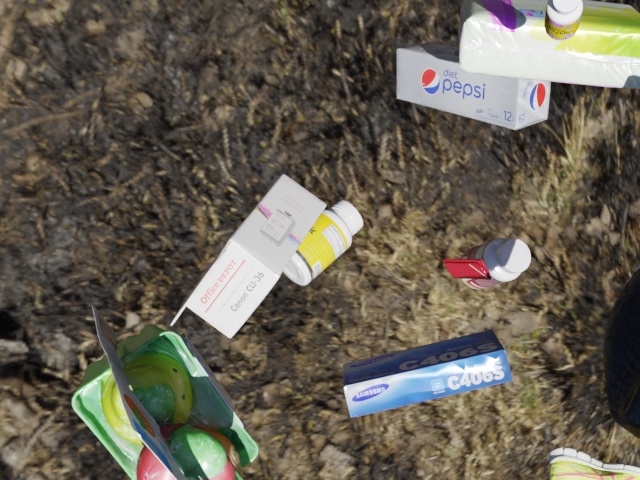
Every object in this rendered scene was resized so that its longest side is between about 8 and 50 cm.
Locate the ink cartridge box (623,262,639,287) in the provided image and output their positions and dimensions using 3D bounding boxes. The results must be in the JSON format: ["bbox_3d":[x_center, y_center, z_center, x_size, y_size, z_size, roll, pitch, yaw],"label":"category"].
[{"bbox_3d":[0.655,0.123,1.465,0.071,0.330,0.324,-21,103,47],"label":"ink cartridge box"}]

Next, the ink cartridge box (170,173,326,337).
[{"bbox_3d":[-0.076,0.025,0.963,0.067,0.198,0.115,37,126,-2],"label":"ink cartridge box"}]

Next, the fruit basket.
[{"bbox_3d":[-0.158,0.252,1.072,0.165,0.327,0.353,-37,26,-14],"label":"fruit basket"}]

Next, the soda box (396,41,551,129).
[{"bbox_3d":[0.262,-0.277,1.550,0.286,0.091,0.098,24,125,46],"label":"soda box"}]

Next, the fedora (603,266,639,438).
[{"bbox_3d":[0.400,0.113,0.938,0.152,0.334,0.334,27,93,-8],"label":"fedora"}]

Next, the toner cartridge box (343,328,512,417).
[{"bbox_3d":[0.224,0.285,1.913,0.347,0.165,0.075,-14,98,3],"label":"toner cartridge box"}]

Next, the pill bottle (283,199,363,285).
[{"bbox_3d":[0.000,0.000,1.158,0.065,0.065,0.116,40,65,21],"label":"pill bottle"}]

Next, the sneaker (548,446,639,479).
[{"bbox_3d":[0.502,0.443,1.563,0.208,0.082,0.094,12,48,15],"label":"sneaker"}]

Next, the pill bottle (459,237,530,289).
[{"bbox_3d":[0.339,0.043,1.713,0.086,0.152,0.086,4,77,-20],"label":"pill bottle"}]

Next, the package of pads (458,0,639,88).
[{"bbox_3d":[0.370,-0.326,1.416,0.296,0.229,0.101,7,116,5],"label":"package of pads"}]

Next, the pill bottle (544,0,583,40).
[{"bbox_3d":[0.298,-0.279,1.085,0.043,0.083,0.044,-2,82,12],"label":"pill bottle"}]

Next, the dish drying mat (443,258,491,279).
[{"bbox_3d":[0.193,0.038,1.168,0.008,0.083,0.032,-41,106,-21],"label":"dish drying mat"}]
